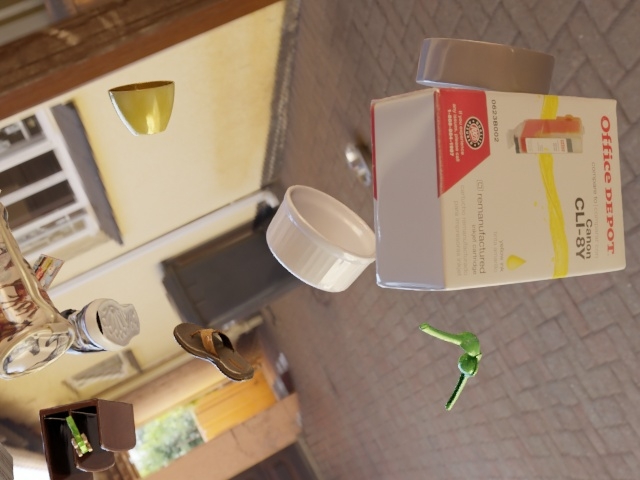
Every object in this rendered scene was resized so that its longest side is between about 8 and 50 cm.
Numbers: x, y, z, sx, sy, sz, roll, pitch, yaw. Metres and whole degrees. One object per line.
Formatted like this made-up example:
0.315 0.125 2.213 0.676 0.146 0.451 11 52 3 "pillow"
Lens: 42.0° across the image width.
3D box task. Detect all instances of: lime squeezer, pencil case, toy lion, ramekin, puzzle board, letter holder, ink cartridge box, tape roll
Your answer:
0.295 0.259 1.775 0.059 0.110 0.310 42 162 43 "lime squeezer"
-0.634 0.085 1.656 0.410 0.159 0.184 50 120 28 "pencil case"
-0.572 0.450 1.951 0.096 0.034 0.100 55 159 24 "toy lion"
0.000 0.000 2.056 0.277 0.135 0.277 31 -158 -14 "ramekin"
-0.659 0.093 1.942 0.096 0.128 0.011 12 157 40 "puzzle board"
-0.588 0.536 2.164 0.302 0.151 0.215 73 -175 -76 "letter holder"
0.277 -0.078 1.267 0.160 0.384 0.279 -2 91 56 "ink cartridge box"
0.270 -0.280 1.376 0.219 0.219 0.072 -151 67 -67 "tape roll"

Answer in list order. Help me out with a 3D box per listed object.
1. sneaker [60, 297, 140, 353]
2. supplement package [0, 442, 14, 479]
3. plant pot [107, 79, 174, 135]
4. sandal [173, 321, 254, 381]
-0.592 0.225 2.034 0.323 0.236 0.130 43 -147 -86 "sneaker"
-0.777 0.531 1.783 0.149 0.194 0.203 63 172 -30 "supplement package"
-0.356 -0.266 1.692 0.134 0.134 0.095 -145 46 -63 "plant pot"
-0.237 0.241 1.889 0.219 0.090 0.060 33 120 26 "sandal"
